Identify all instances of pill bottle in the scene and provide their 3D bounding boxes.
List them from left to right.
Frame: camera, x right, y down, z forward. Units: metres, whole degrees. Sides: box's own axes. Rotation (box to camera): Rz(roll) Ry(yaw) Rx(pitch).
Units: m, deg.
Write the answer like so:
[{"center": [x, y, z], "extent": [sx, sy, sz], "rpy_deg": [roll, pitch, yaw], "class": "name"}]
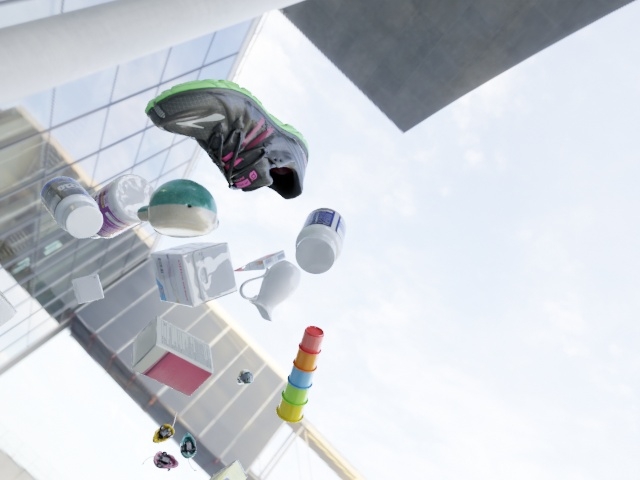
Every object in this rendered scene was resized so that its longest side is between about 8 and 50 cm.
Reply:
[{"center": [-0.468, -0.062, 0.959], "extent": [0.137, 0.078, 0.078], "rpy_deg": [34, -41, 39], "class": "pill bottle"}, {"center": [-0.704, -0.104, 1.733], "extent": [0.302, 0.169, 0.169], "rpy_deg": [-19, -72, 38], "class": "pill bottle"}, {"center": [0.000, 0.000, 1.664], "extent": [0.153, 0.264, 0.153], "rpy_deg": [3, -68, 7], "class": "pill bottle"}]

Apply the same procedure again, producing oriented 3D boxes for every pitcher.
[{"center": [-0.176, 0.157, 1.804], "extent": [0.178, 0.207, 0.125], "rpy_deg": [47, -22, -28], "class": "pitcher"}]

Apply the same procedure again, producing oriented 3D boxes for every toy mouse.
[{"center": [-0.360, 0.524, 1.253], "extent": [0.143, 0.161, 0.031], "rpy_deg": [39, -60, 9], "class": "toy mouse"}]

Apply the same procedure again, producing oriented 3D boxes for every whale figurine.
[{"center": [-0.377, -0.079, 1.366], "extent": [0.272, 0.216, 0.141], "rpy_deg": [157, -63, -64], "class": "whale figurine"}]

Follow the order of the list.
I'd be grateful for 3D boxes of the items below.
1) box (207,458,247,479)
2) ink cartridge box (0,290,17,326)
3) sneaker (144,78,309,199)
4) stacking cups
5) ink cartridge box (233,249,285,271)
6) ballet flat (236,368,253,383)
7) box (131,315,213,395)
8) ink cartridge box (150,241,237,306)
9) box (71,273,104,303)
[{"center": [-0.259, 0.625, 1.276], "extent": [0.058, 0.087, 0.232], "rpy_deg": [59, 2, 10], "class": "box"}, {"center": [-1.044, 0.209, 1.500], "extent": [0.283, 0.207, 0.117], "rpy_deg": [9, -46, 49], "class": "ink cartridge box"}, {"center": [-0.190, -0.230, 1.237], "extent": [0.185, 0.483, 0.202], "rpy_deg": [-24, -118, 36], "class": "sneaker"}, {"center": [-0.061, 0.414, 1.603], "extent": [0.096, 0.096, 0.316], "rpy_deg": [22, -73, 24], "class": "stacking cups"}, {"center": [-0.251, 0.081, 2.051], "extent": [0.179, 0.145, 0.045], "rpy_deg": [-3, -76, 34], "class": "ink cartridge box"}, {"center": [-0.205, 0.372, 1.389], "extent": [0.041, 0.041, 0.114], "rpy_deg": [47, -25, -1], "class": "ballet flat"}, {"center": [-0.486, 0.383, 1.677], "extent": [0.127, 0.148, 0.232], "rpy_deg": [-45, -59, 10], "class": "box"}, {"center": [-0.481, 0.120, 1.928], "extent": [0.270, 0.197, 0.198], "rpy_deg": [0, -77, 49], "class": "ink cartridge box"}, {"center": [-0.944, 0.196, 2.065], "extent": [0.087, 0.102, 0.101], "rpy_deg": [-2, -79, 64], "class": "box"}]
